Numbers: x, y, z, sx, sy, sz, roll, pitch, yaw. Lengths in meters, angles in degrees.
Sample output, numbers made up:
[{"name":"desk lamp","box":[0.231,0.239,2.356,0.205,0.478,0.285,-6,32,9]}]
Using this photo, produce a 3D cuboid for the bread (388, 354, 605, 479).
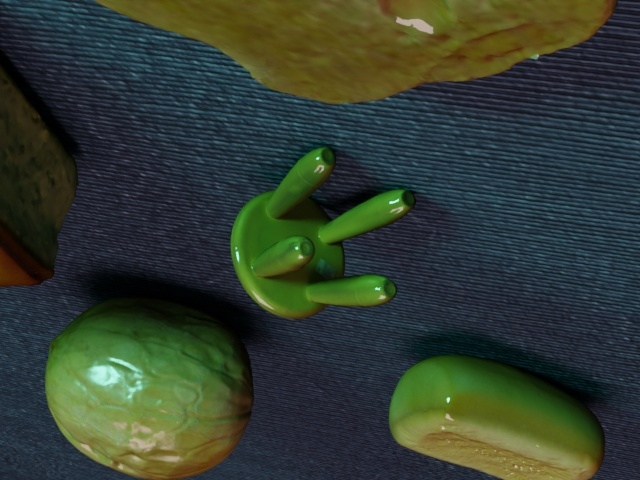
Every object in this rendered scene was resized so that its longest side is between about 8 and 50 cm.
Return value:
[{"name":"bread","box":[0.179,0.177,1.633,0.217,0.098,0.147,21,156,-21]}]

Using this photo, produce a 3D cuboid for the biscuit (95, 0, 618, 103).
[{"name":"biscuit","box":[-0.002,-0.200,0.911,0.365,0.062,0.385,26,155,-30]}]

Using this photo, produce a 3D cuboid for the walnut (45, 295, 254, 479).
[{"name":"walnut","box":[-0.178,0.150,1.684,0.222,0.195,0.195,21,158,3]}]

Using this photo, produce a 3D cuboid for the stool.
[{"name":"stool","box":[0.000,0.000,1.316,0.135,0.134,0.110,-25,180,-38]}]

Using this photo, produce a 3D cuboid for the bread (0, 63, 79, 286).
[{"name":"bread","box":[-0.396,-0.090,1.307,0.333,0.143,0.323,6,155,22]}]
